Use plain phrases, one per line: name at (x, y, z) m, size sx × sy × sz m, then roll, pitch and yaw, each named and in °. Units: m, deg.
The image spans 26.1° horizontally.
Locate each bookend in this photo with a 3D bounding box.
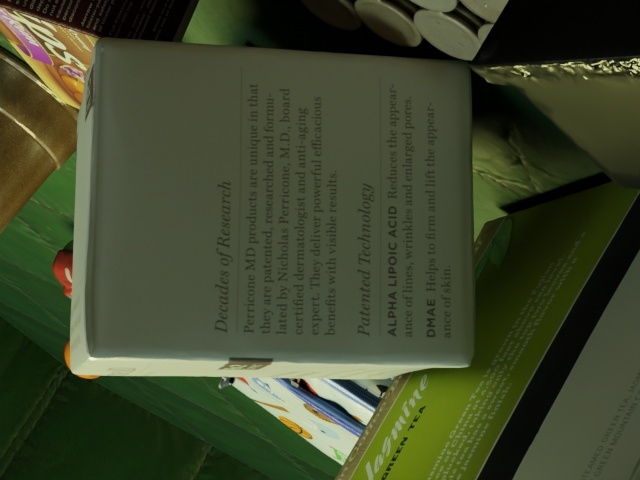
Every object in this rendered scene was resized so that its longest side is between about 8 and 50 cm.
bookend at (0.164, -0.043, 0.474) m, size 0.157 × 0.072 × 0.156 m, roll 39°, pitch 165°, yaw -26°

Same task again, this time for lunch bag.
lunch bag at (0.045, 0.138, 1.247) m, size 0.303 × 0.115 × 0.243 m, roll 33°, pitch 163°, yaw -8°

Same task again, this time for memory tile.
memory tile at (0.032, -0.120, 0.614) m, size 0.148 × 0.012 × 0.113 m, roll 20°, pitch 161°, yaw 37°

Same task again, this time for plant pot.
plant pot at (-0.308, -0.070, 1.179) m, size 0.167 × 0.165 × 0.167 m, roll 29°, pitch 165°, yaw 8°

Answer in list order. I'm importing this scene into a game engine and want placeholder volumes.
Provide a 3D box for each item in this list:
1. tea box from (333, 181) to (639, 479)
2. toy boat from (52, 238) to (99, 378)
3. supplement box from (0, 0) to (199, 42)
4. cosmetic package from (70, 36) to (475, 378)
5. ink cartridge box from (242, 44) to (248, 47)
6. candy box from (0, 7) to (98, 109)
tea box at (0.220, 0.144, 0.678) m, size 0.329 × 0.220 × 0.323 m, roll 34°, pitch 166°, yaw -9°
toy boat at (-0.240, 0.093, 1.599) m, size 0.151 × 0.151 × 0.231 m, roll 41°, pitch 163°, yaw -31°
supplement box at (-0.155, -0.151, 0.613) m, size 0.130 × 0.073 × 0.239 m, roll 27°, pitch -172°, yaw 18°
cosmetic package at (-0.031, -0.007, 0.702) m, size 0.184 × 0.151 × 0.151 m, roll 2°, pitch 171°, yaw -12°
ink cartridge box at (-0.020, -0.036, 0.826) m, size 0.135 × 0.099 × 0.056 m, roll 33°, pitch 165°, yaw -8°
candy box at (-0.152, -0.137, 0.860) m, size 0.109 × 0.053 × 0.186 m, roll 25°, pitch 165°, yaw 27°
